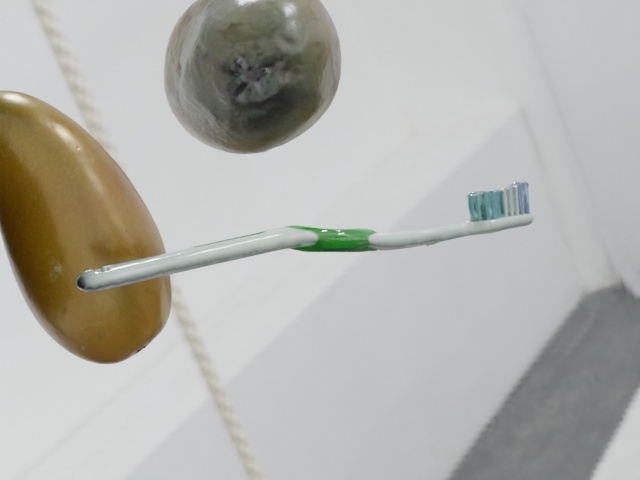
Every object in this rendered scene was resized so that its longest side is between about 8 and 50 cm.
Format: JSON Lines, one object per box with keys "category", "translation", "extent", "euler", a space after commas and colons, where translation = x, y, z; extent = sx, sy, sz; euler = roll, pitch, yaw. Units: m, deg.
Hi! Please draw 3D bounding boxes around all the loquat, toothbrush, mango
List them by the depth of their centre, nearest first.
{"category": "toothbrush", "translation": [0.000, 0.002, 0.969], "extent": [0.304, 0.030, 0.030], "euler": [-11, 8, -27]}
{"category": "mango", "translation": [-0.151, -0.011, 0.992], "extent": [0.102, 0.184, 0.085], "euler": [-14, 15, 44]}
{"category": "loquat", "translation": [-0.066, -0.176, 1.641], "extent": [0.179, 0.179, 0.227], "euler": [-28, 2, -21]}
